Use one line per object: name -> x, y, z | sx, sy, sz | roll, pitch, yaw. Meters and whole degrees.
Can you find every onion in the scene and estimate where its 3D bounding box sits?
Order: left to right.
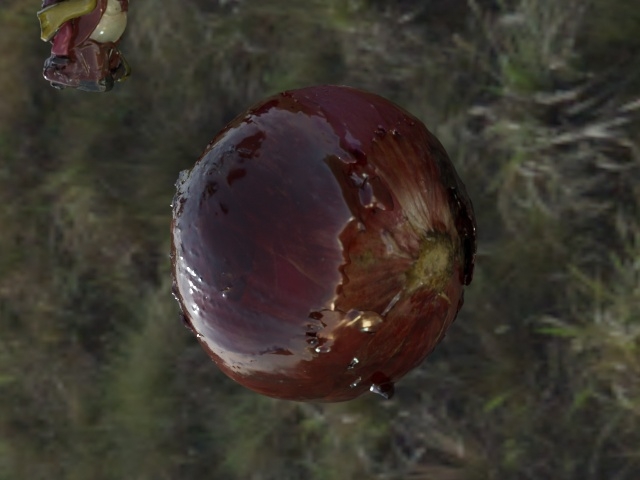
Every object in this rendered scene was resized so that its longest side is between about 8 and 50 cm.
onion -> 0.000, 0.000, 1.284 | 0.276, 0.276, 0.276 | -4, 85, 55

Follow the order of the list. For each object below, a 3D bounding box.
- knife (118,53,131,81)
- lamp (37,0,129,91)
knife -> -0.384, -0.366, 2.203 | 0.061, 0.027, 0.343 | -37, 82, 27
lamp -> -0.292, -0.309, 1.886 | 0.118, 0.118, 0.253 | 40, 132, 49
